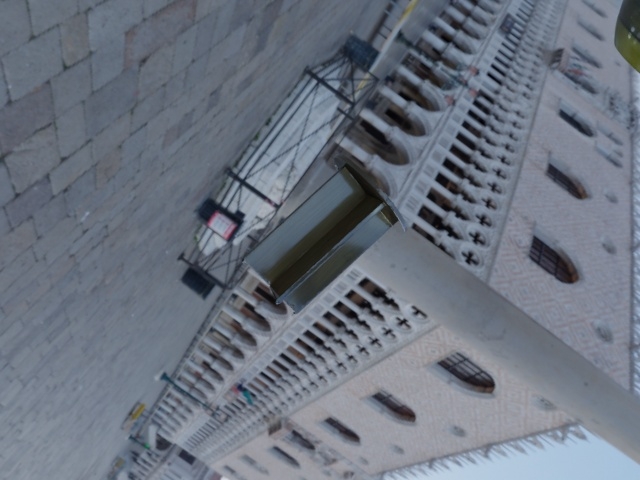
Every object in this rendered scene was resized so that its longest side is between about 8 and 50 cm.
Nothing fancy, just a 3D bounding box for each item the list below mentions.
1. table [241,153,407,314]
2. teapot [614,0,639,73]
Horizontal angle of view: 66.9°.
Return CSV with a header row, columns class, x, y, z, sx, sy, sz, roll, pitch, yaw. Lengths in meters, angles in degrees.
class,x,y,z,sx,sy,sz,roll,pitch,yaw
table,0.000,0.000,0.775,0.227,0.167,0.167,-43,-178,-2
teapot,0.327,-0.179,0.397,0.119,0.131,0.165,-53,-162,45
